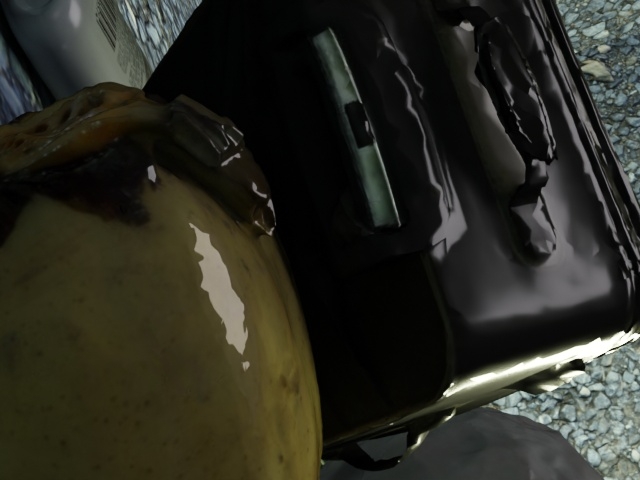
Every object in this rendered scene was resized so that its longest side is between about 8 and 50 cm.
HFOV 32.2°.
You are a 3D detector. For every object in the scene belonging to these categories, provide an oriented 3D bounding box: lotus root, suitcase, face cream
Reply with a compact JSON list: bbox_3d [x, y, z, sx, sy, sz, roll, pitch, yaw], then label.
[{"bbox_3d":[-0.074,0.091,0.480,0.183,0.182,0.310,-98,173,-73],"label":"lotus root"},{"bbox_3d":[0.000,0.000,0.674,0.434,0.194,0.283,-38,-112,59],"label":"suitcase"},{"bbox_3d":[-0.171,-0.122,0.907,0.291,0.071,0.144,65,8,-56],"label":"face cream"}]

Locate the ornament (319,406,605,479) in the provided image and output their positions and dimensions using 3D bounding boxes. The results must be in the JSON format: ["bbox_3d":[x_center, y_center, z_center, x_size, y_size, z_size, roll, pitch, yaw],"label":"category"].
[{"bbox_3d":[0.132,0.303,0.981,0.337,0.337,0.337,-19,90,-87],"label":"ornament"}]

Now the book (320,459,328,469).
[{"bbox_3d":[0.066,0.357,1.300,0.371,0.043,0.260,49,-7,25],"label":"book"}]
